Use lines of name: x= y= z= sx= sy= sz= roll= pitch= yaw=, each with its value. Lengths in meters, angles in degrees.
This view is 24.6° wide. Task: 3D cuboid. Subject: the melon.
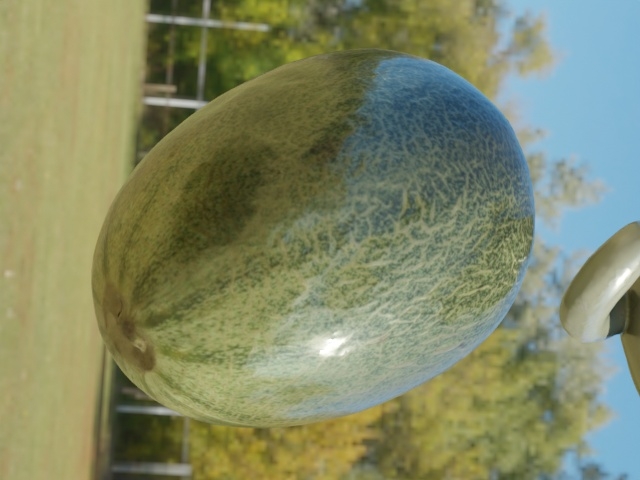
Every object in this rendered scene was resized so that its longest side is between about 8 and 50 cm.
melon: x=0.000 y=0.000 z=0.996 sx=0.248 sy=0.329 sz=0.248 roll=32 pitch=-43 yaw=36

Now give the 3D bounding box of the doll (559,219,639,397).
doll: x=0.362 y=0.114 z=1.014 sx=0.370 sy=0.226 sz=0.215 roll=44 pitch=-27 yaw=16
